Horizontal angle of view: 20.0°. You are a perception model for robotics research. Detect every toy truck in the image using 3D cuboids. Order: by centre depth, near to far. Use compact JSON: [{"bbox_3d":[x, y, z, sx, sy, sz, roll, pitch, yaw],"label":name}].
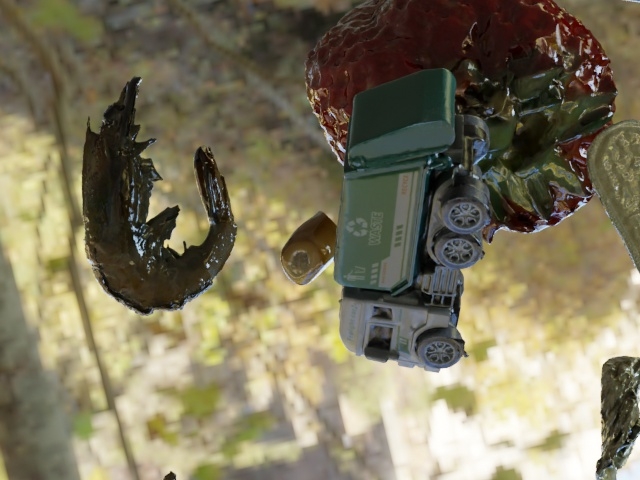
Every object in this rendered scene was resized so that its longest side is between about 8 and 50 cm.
[{"bbox_3d":[0.074,-0.014,1.461,0.124,0.253,0.114,8,-142,0],"label":"toy truck"}]

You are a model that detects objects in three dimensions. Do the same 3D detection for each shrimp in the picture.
[{"bbox_3d":[-0.169,-0.045,1.931,0.173,0.253,0.058,5,-178,-15],"label":"shrimp"}]

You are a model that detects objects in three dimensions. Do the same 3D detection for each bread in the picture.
[{"bbox_3d":[0.001,-0.001,1.817,0.062,0.049,0.103,-49,177,41],"label":"bread"}]

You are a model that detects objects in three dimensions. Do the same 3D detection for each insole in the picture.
[{"bbox_3d":[0.255,0.030,1.252,0.081,0.248,0.011,-30,-173,-19],"label":"insole"}]

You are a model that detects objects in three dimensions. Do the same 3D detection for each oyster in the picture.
[{"bbox_3d":[0.318,0.209,1.975,0.061,0.106,0.200,15,-156,10],"label":"oyster"}]

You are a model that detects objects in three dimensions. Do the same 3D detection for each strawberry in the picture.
[{"bbox_3d":[0.140,-0.173,1.887,0.312,0.267,0.351,9,-146,-16],"label":"strawberry"}]

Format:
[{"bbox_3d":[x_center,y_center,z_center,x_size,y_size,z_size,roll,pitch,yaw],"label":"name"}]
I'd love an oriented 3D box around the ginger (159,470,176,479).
[{"bbox_3d":[-0.133,0.401,2.040,0.084,0.290,0.122,-20,-154,1],"label":"ginger"}]
